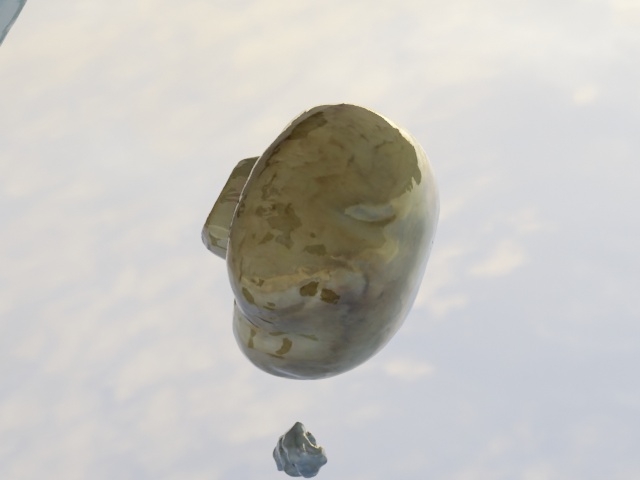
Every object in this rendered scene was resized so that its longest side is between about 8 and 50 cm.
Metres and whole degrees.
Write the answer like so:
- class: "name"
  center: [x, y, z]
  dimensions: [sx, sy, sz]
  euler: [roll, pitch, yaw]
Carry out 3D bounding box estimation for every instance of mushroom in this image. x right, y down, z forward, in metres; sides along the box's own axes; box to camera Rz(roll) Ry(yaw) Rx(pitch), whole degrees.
- class: "mushroom"
  center: [0.000, 0.000, 0.887]
  dimensions: [0.112, 0.148, 0.148]
  euler: [25, -142, 3]

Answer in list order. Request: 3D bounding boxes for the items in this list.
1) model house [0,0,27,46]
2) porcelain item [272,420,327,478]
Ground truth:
- class: "model house"
  center: [-0.158, -0.117, 0.400]
  dimensions: [0.253, 0.291, 0.184]
  euler: [26, -134, -11]
- class: "porcelain item"
  center: [-0.015, 0.141, 1.172]
  dimensions: [0.028, 0.036, 0.083]
  euler: [-32, 174, -11]
